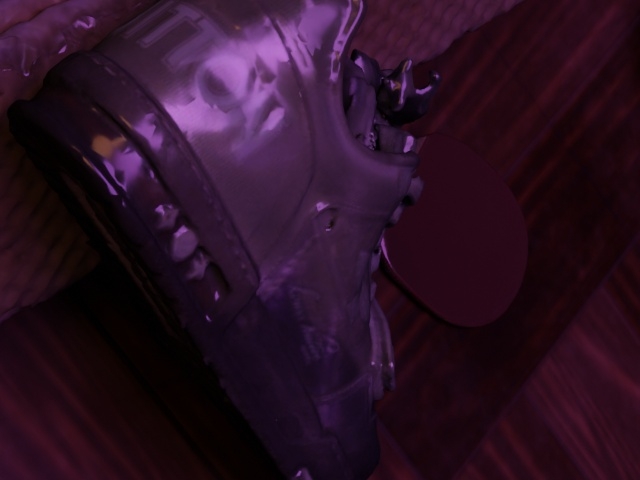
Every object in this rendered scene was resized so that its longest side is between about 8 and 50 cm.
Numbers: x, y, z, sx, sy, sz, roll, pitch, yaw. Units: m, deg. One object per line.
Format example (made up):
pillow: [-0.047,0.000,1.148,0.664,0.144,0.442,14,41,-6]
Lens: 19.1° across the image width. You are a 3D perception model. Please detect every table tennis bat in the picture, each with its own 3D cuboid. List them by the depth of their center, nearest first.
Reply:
table tennis bat: [0.047,-0.020,0.935,0.156,0.013,0.087,41,62,-27]

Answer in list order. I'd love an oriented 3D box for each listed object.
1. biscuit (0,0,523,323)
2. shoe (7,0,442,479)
biscuit: [-0.040,-0.094,0.792,0.426,0.078,0.144,-33,144,-33]
shoe: [-0.001,-0.002,0.747,0.149,0.109,0.293,-42,145,-9]
